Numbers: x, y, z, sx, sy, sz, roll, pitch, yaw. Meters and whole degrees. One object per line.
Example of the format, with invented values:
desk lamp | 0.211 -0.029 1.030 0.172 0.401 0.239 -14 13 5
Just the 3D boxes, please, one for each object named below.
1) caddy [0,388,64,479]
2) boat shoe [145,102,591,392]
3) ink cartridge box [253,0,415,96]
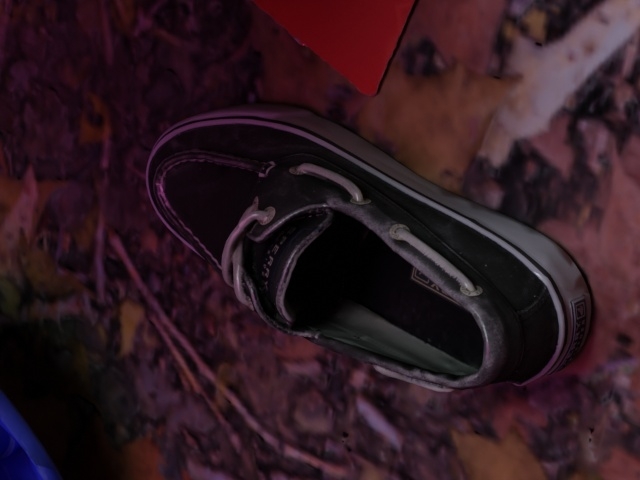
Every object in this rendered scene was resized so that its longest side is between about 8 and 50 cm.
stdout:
caddy | -0.262 0.117 0.979 0.341 0.179 0.241 9 129 40
boat shoe | 0.000 0.000 0.777 0.219 0.070 0.077 21 114 37
ink cartridge box | -0.014 -0.192 0.756 0.181 0.056 0.224 42 124 28
